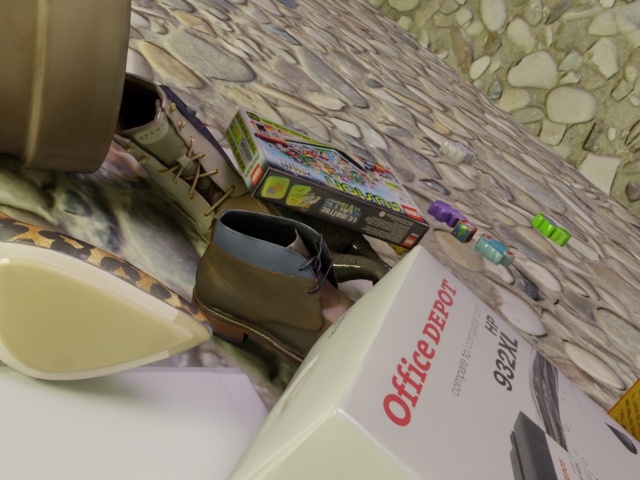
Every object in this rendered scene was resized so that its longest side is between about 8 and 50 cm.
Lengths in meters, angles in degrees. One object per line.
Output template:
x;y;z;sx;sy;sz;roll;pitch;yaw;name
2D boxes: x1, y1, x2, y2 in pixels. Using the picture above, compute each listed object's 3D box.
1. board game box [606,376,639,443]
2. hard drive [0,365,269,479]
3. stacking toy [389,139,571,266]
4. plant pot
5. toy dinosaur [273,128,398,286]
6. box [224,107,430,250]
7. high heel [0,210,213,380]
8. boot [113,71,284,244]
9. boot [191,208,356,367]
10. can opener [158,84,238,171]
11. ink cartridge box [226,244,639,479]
0.489;0.243;0.662;0.356;0.356;0.356;34;23;3;board game box
-0.133;0.155;0.449;0.307;0.040;0.203;10;32;-44;hard drive
0.201;-0.008;1.031;0.221;0.167;0.052;43;25;24;stacking toy
-0.333;-0.218;0.654;0.280;0.323;0.323;-2;38;-26;plant pot
0.000;0.000;0.869;0.160;0.121;0.313;11;35;-18;toy dinosaur
0.009;-0.061;0.802;0.207;0.036;0.114;17;29;-34;box
-0.198;0.006;0.532;0.261;0.093;0.186;11;21;-8;high heel
-0.126;-0.068;0.758;0.213;0.077;0.165;43;-7;26;boot
-0.005;0.047;0.660;0.219;0.106;0.082;14;33;6;boot
-0.154;-0.123;0.941;0.073;0.059;0.186;0;39;-52;can opener
0.116;0.180;0.510;0.307;0.129;0.223;42;30;-1;ink cartridge box
